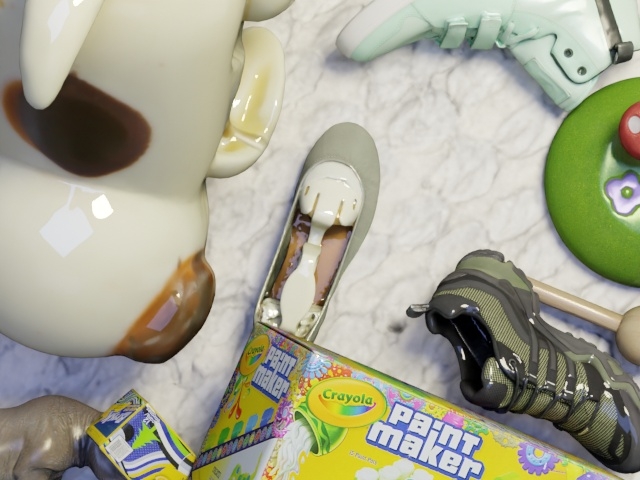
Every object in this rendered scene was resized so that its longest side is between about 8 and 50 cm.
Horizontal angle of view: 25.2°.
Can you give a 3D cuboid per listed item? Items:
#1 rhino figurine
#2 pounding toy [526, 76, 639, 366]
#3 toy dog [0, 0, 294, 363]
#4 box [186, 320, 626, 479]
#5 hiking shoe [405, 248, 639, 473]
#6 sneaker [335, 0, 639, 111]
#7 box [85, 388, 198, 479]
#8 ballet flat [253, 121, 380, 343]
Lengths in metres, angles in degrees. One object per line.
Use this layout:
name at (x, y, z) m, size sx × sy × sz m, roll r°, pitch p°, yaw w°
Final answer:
rhino figurine at (-0.239, 0.183, 1.197) m, size 0.243 × 0.073 × 0.106 m, roll -4°, pitch 80°, yaw -4°
pounding toy at (0.269, -0.029, 1.181) m, size 0.183 × 0.110 × 0.236 m, roll 29°, pitch 87°, yaw 3°
toy dog at (-0.149, -0.099, 1.079) m, size 0.285 × 0.395 × 0.407 m, roll 10°, pitch 120°, yaw -11°
box at (0.043, 0.250, 1.096) m, size 0.290 × 0.177 × 0.279 m, roll 25°, pitch 87°, yaw -16°
hiking shoe at (0.168, 0.118, 1.168) m, size 0.227 × 0.086 × 0.114 m, roll 45°, pitch 53°, yaw 11°
sneaker at (0.150, -0.166, 1.200) m, size 0.256 × 0.094 × 0.151 m, roll -22°, pitch 89°, yaw 1°
box at (-0.115, 0.202, 1.170) m, size 0.054 × 0.059 × 0.169 m, roll -42°, pitch 108°, yaw -12°
ballet flat at (0.000, 0.000, 1.206) m, size 0.072 × 0.068 × 0.213 m, roll 19°, pitch 87°, yaw 2°
